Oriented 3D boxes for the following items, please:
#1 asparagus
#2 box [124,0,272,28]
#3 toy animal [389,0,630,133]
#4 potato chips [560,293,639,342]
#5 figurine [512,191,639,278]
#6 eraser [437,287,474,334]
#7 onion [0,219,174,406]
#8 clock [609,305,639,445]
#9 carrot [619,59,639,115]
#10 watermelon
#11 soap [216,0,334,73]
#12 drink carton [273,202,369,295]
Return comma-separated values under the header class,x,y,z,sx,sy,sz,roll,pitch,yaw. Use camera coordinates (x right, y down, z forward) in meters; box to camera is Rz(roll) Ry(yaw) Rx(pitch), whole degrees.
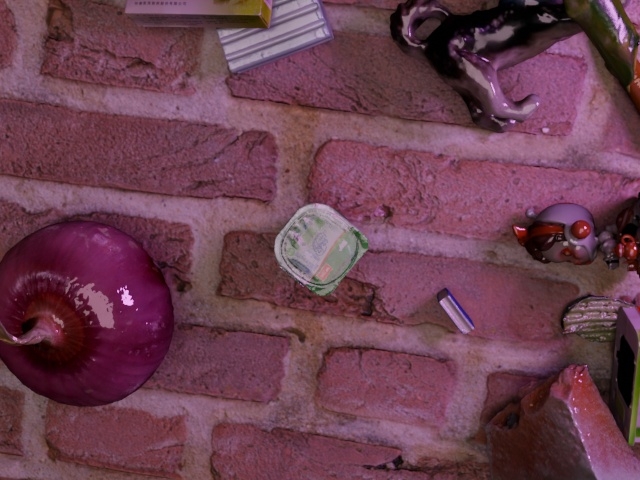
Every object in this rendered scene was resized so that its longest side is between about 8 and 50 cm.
class,x,y,z,sx,sy,sz,roll,pitch,yaw
asparagus,0.414,-0.381,1.300,0.085,0.082,0.343,-38,102,9
box,-0.212,-0.476,1.503,0.260,0.062,0.175,4,81,14
toy animal,0.313,-0.390,1.437,0.303,0.194,0.344,39,102,-2
potato chips,0.563,0.153,1.592,0.207,0.028,0.092,6,100,5
figurine,0.465,-0.008,1.513,0.226,0.183,0.160,0,91,18
eraser,0.258,0.136,1.603,0.027,0.063,0.084,-37,95,9
onion,-0.464,0.156,1.568,0.358,0.345,0.358,16,133,18
clock,0.703,0.241,1.511,0.309,0.166,0.235,-2,112,4
carrot,0.578,-0.273,1.498,0.069,0.069,0.336,-35,91,11
watermelon,0.436,0.407,1.551,0.264,0.151,0.302,-32,87,53
soap,-0.088,-0.395,1.543,0.198,0.066,0.119,-18,94,9
drink carton,0.000,0.000,1.567,0.144,0.142,0.146,39,102,-4
